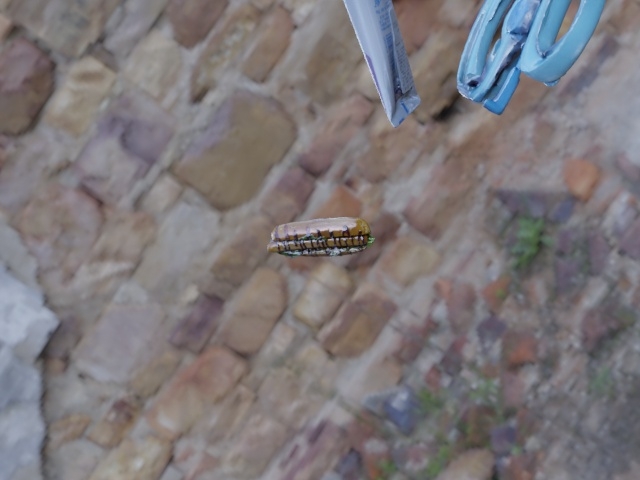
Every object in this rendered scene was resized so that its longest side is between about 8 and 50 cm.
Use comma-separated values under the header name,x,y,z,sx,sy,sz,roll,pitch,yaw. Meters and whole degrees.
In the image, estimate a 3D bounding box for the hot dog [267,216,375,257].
name,x,y,z,sx,sy,sz,roll,pitch,yaw
hot dog,0.000,0.000,1.448,0.037,0.122,0.049,-90,-8,-52

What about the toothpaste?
name,x,y,z,sx,sy,sz,roll,pitch,yaw
toothpaste,0.087,-0.329,1.990,0.073,0.299,0.114,-9,22,30

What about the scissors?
name,x,y,z,sx,sy,sz,roll,pitch,yaw
scissors,0.213,-0.279,1.022,0.393,0.032,0.180,-68,22,-4
